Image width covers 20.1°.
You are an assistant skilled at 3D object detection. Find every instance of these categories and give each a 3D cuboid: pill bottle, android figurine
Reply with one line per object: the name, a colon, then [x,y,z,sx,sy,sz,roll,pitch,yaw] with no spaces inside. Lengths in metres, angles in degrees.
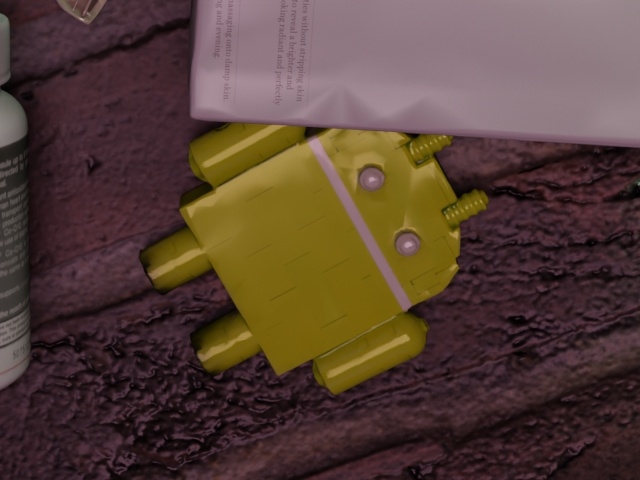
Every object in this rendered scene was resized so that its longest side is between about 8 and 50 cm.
pill bottle: [-0.303,-0.032,1.382,0.161,0.161,0.283,2,107,-3]
android figurine: [0.000,0.000,1.462,0.273,0.056,0.248,-26,107,7]

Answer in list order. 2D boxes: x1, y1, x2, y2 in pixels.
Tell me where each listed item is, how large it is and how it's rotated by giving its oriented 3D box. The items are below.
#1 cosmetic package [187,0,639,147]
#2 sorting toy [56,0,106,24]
cosmetic package: [0.098,-0.195,1.354,0.385,0.156,0.217,5,108,-5]
sorting toy: [-0.189,-0.222,1.391,0.075,0.045,0.083,28,105,-3]
